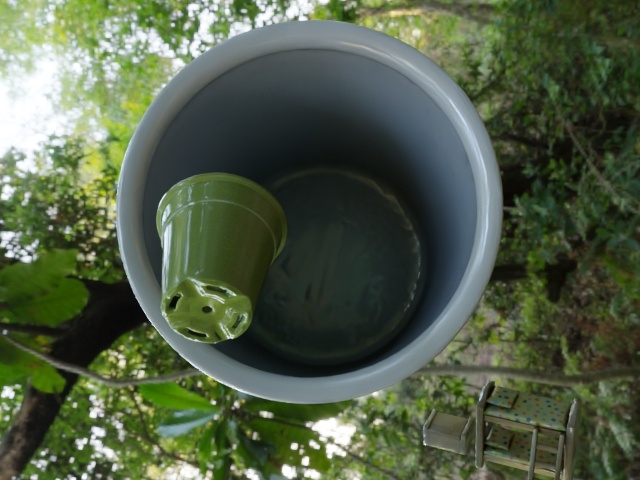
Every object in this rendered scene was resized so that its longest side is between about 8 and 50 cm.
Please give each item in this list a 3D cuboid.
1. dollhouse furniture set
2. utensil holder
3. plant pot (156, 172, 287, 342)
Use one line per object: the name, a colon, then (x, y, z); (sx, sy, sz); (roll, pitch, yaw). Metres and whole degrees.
dollhouse furniture set: (0.192, 0.240, 0.793); (0.161, 0.182, 0.101); (-40, -49, -54)
utensil holder: (0.000, 0.000, 0.756); (0.385, 0.328, 0.327); (71, -153, -80)
plant pot: (-0.063, 0.016, 0.410); (0.079, 0.083, 0.083); (-90, -5, -50)
